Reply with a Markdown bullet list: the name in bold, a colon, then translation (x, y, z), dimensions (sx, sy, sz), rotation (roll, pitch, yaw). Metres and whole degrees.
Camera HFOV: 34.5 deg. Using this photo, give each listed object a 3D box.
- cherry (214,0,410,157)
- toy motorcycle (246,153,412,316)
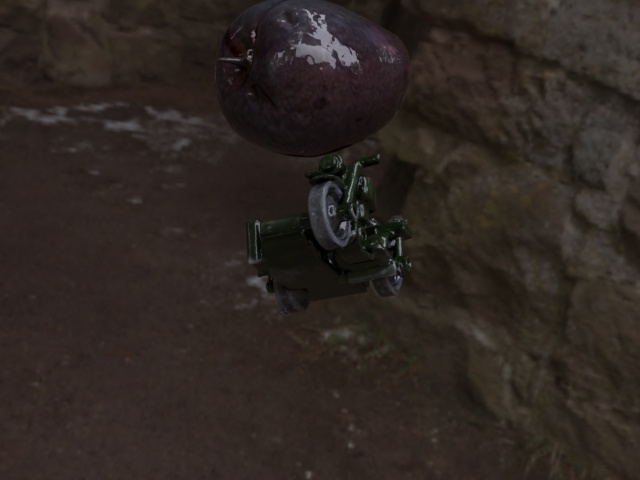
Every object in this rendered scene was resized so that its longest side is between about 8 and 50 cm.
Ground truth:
- **cherry**: translation (-0.009, -0.142, 0.910), dimensions (0.176, 0.140, 0.176), rotation (9, 4, -1)
- **toy motorcycle**: translation (0.000, 0.000, 1.237), dimensions (0.205, 0.127, 0.275), rotation (-10, -27, 22)
